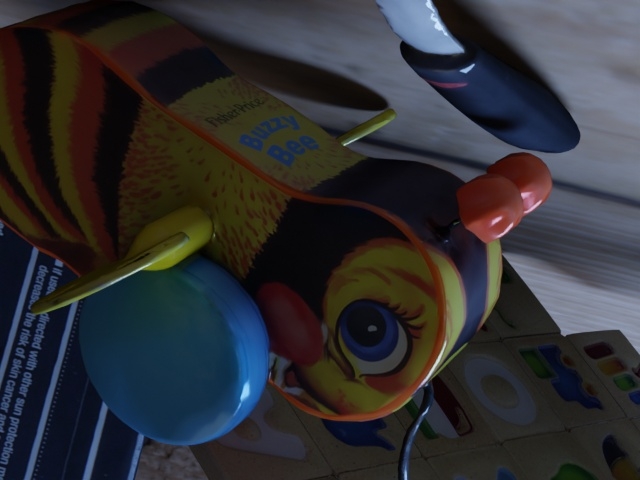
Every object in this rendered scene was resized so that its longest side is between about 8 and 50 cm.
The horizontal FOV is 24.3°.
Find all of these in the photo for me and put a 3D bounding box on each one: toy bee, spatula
[{"bbox_3d":[0.000,0.000,0.533,0.298,0.195,0.162,34,123,-11],"label":"toy bee"},{"bbox_3d":[0.027,-0.071,0.423,0.084,0.030,0.296,12,169,25],"label":"spatula"}]

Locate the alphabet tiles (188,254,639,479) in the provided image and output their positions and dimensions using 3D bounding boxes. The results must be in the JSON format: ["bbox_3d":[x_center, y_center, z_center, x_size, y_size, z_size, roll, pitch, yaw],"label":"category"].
[{"bbox_3d":[0.094,0.116,0.666,0.343,0.011,0.285,-1,-132,-48],"label":"alphabet tiles"}]

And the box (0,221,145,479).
[{"bbox_3d":[-0.245,0.065,0.744,0.294,0.296,0.183,19,160,-18],"label":"box"}]
